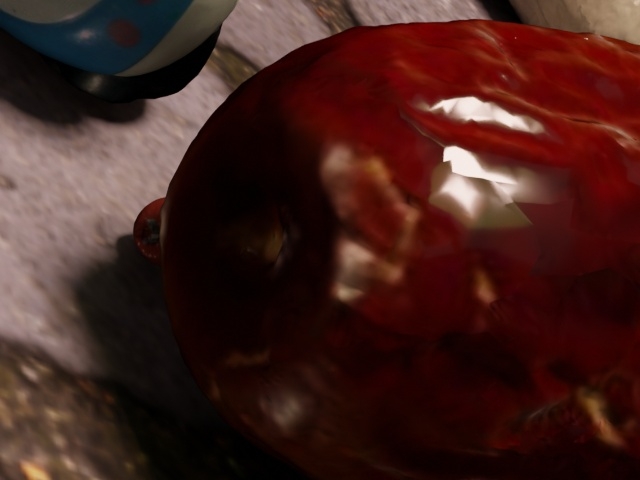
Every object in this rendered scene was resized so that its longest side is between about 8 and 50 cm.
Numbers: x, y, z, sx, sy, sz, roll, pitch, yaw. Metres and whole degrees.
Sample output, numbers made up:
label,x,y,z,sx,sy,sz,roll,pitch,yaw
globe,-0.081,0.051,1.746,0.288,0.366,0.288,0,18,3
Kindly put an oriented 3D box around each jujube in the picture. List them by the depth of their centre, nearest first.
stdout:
label,x,y,z,sx,sy,sz,roll,pitch,yaw
jujube,0.088,0.020,0.805,0.318,0.223,0.223,11,41,-44

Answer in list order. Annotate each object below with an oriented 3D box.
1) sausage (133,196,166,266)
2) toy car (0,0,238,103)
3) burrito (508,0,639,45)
label,x,y,z,sx,sy,sz,roll,pitch,yaw
sausage,0.000,0.000,0.891,0.253,0.034,0.034,2,49,-53
toy car,-0.108,-0.194,0.851,0.190,0.188,0.255,14,41,-34
burrito,0.178,-0.148,1.295,0.392,0.076,0.117,56,-11,18
